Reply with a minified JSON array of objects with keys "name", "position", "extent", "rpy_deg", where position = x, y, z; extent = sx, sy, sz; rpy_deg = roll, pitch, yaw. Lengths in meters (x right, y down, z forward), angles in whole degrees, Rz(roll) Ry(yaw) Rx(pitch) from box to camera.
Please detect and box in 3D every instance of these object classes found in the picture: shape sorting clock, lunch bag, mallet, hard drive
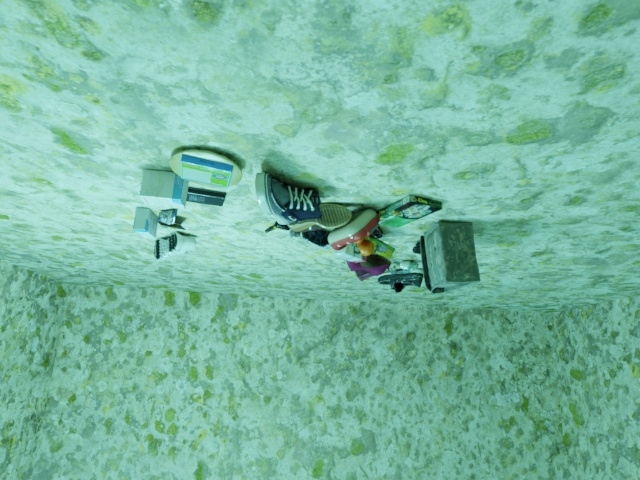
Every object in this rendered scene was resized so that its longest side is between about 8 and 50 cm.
[{"name":"shape sorting clock","position":[-0.327,-0.205,1.358],"extent":[0.205,0.041,0.206],"rpy_deg":[6,163,2]},{"name":"lunch bag","position":[0.486,0.076,1.858],"extent":[0.168,0.236,0.287],"rpy_deg":[-1,164,-7]},{"name":"mallet","position":[-0.173,-0.050,1.911],"extent":[0.062,0.039,0.189],"rpy_deg":[12,166,-20]},{"name":"hard drive","position":[-0.396,-0.148,1.614],"extent":[0.135,0.022,0.094],"rpy_deg":[8,163,-16]}]

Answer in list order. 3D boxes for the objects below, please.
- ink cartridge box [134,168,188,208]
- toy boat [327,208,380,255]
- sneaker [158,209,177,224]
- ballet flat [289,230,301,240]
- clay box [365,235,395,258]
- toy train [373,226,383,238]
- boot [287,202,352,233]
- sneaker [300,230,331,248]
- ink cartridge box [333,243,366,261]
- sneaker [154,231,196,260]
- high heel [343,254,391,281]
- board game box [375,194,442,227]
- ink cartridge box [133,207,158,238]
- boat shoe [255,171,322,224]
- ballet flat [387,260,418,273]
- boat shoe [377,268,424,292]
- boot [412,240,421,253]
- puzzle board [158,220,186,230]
[{"name":"ink cartridge box","position":[-0.492,-0.159,1.464],"extent":[0.143,0.090,0.092],"rpy_deg":[6,164,-7]},{"name":"toy boat","position":[0.136,-0.010,1.707],"extent":[0.151,0.151,0.231],"rpy_deg":[54,150,-9]},{"name":"sneaker","position":[-0.589,-0.090,1.811],"extent":[0.057,0.052,0.135],"rpy_deg":[17,159,-29]},{"name":"ballet flat","position":[-0.075,-0.017,1.994],"extent":[0.114,0.041,0.041],"rpy_deg":[5,164,-8]},{"name":"clay box","position":[0.189,0.004,1.896],"extent":[0.127,0.053,0.222],"rpy_deg":[33,-173,41]},{"name":"toy train","position":[0.222,-0.039,1.865],"extent":[0.027,0.036,0.158],"rpy_deg":[-2,164,19]},{"name":"boot","position":[0.009,-0.078,1.739],"extent":[0.248,0.090,0.207],"rpy_deg":[-6,177,14]},{"name":"sneaker","position":[0.000,0.000,1.966],"extent":[0.211,0.080,0.081],"rpy_deg":[16,157,-35]},{"name":"ink cartridge box","position":[0.126,0.024,1.971],"extent":[0.063,0.110,0.150],"rpy_deg":[-9,161,39]},{"name":"sneaker","position":[-0.683,0.036,2.197],"extent":[0.118,0.110,0.292],"rpy_deg":[5,168,-43]},{"name":"high heel","position":[0.212,0.076,2.238],"extent":[0.181,0.127,0.377],"rpy_deg":[-30,153,8]},{"name":"board game box","position":[0.292,-0.098,1.658],"extent":[0.136,0.031,0.259],"rpy_deg":[8,164,-25]},{"name":"ink cartridge box","position":[-0.679,-0.066,1.838],"extent":[0.052,0.089,0.122],"rpy_deg":[2,165,1]},{"name":"boat shoe","position":[-0.087,-0.134,1.462],"extent":[0.157,0.127,0.340],"rpy_deg":[-6,171,8]},{"name":"ballet flat","position":[0.413,0.135,2.417],"extent":[0.070,0.070,0.188],"rpy_deg":[14,158,-35]},{"name":"boat shoe","position":[0.449,0.239,2.682],"extent":[0.127,0.113,0.339],"rpy_deg":[15,160,-39]},{"name":"boot","position":[0.467,0.032,2.069],"extent":[0.121,0.045,0.099],"rpy_deg":[5,161,-6]},{"name":"puzzle board","position":[-0.603,-0.058,1.909],"extent":[0.096,0.011,0.128],"rpy_deg":[12,-175,-28]}]
